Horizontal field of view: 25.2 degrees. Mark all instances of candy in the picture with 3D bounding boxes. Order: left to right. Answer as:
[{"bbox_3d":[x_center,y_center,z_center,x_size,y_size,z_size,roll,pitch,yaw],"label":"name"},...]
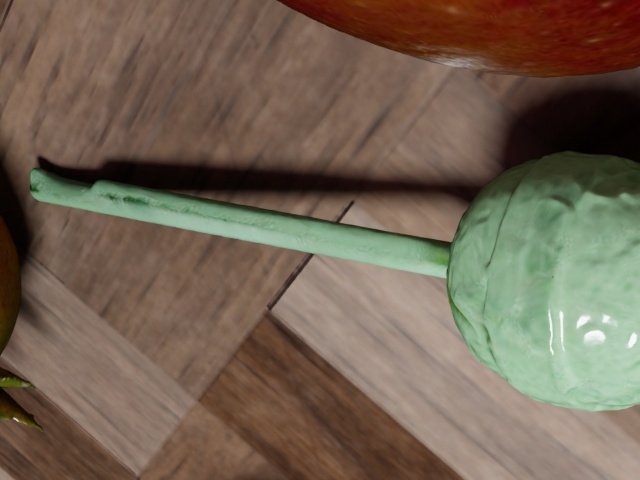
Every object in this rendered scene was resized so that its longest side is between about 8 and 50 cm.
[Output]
[{"bbox_3d":[0.000,0.000,0.734,0.440,0.119,0.119,9,126,38],"label":"candy"}]

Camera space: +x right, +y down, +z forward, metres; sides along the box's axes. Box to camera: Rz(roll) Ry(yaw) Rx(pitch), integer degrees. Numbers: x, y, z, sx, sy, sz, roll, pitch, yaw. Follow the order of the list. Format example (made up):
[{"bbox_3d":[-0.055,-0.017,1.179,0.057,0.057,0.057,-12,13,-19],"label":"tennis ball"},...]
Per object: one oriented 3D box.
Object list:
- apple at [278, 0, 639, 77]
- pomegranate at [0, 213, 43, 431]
[{"bbox_3d":[0.051,-0.195,0.424,0.317,0.288,0.288,15,130,42],"label":"apple"},{"bbox_3d":[-0.282,0.048,0.868,0.221,0.221,0.256,-29,105,44],"label":"pomegranate"}]
